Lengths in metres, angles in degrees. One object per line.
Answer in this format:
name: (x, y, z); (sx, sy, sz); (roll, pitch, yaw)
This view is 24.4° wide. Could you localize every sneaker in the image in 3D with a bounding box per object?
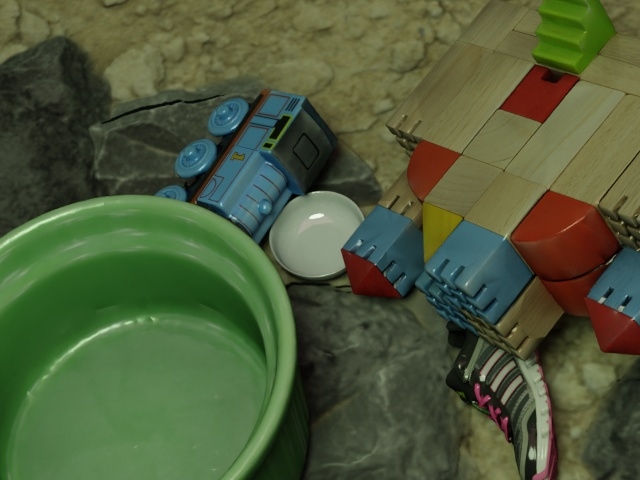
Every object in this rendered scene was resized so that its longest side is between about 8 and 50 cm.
sneaker: (0.137, 0.119, 1.145); (0.074, 0.063, 0.170); (-13, 55, 4)

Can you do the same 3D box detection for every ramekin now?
ramekin: (-0.152, 0.129, 1.136); (0.303, 0.148, 0.303); (-6, 56, 9)

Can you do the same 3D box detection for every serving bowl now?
serving bowl: (0.000, 0.000, 1.257); (0.083, 0.027, 0.083); (-5, 61, 9)

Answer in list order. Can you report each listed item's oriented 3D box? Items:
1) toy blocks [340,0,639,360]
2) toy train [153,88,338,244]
toy blocks: (0.168, -0.033, 1.123); (0.261, 0.191, 0.381); (-50, 40, -12)
toy train: (-0.071, -0.048, 1.254); (0.105, 0.080, 0.184); (13, 62, 44)
